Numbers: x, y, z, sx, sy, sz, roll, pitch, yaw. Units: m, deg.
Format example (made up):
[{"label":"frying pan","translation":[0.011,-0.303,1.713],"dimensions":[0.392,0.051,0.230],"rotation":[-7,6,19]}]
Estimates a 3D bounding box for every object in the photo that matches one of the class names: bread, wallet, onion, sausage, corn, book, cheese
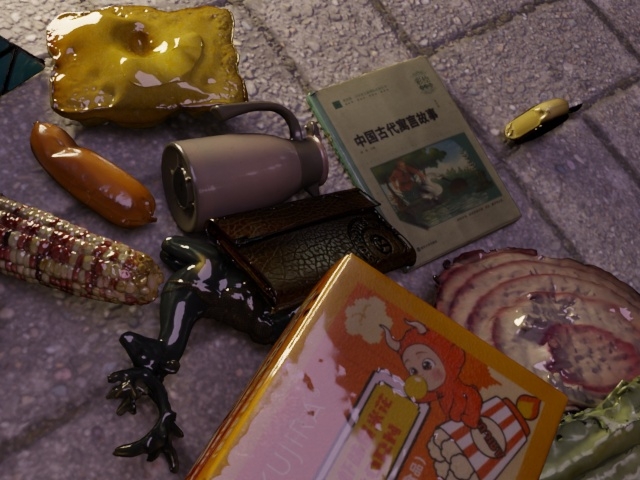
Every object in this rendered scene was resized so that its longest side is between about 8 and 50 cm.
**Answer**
[{"label":"bread","translation":[-0.213,-0.210,0.827],"dimensions":[0.232,0.088,0.161],"rotation":[-3,62,-16]},{"label":"wallet","translation":[0.000,0.000,0.768],"dimensions":[0.243,0.039,0.133],"rotation":[-14,55,-45]},{"label":"onion","translation":[0.270,0.135,0.797],"dimensions":[0.314,0.146,0.280],"rotation":[0,38,-11]},{"label":"sausage","translation":[-0.262,-0.071,0.761],"dimensions":[0.183,0.054,0.062],"rotation":[34,28,2]},{"label":"corn","translation":[-0.272,0.009,0.683],"dimensions":[0.237,0.079,0.080],"rotation":[16,61,7]},{"label":"book","translation":[0.131,-0.114,0.925],"dimensions":[0.214,0.025,0.283],"rotation":[-24,76,-25]},{"label":"cheese","translation":[0.349,-0.189,1.006],"dimensions":[0.162,0.086,0.036],"rotation":[-22,80,-40]}]

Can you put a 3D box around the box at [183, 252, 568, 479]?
[{"label":"box","translation":[0.002,0.211,0.531],"dimensions":[0.213,0.259,0.284],"rotation":[31,60,4]}]

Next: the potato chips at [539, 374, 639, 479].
[{"label":"potato chips","translation":[0.304,0.317,0.669],"dimensions":[0.429,0.070,0.359],"rotation":[-24,106,-14]}]

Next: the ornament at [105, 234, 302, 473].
[{"label":"ornament","translation":[-0.115,0.131,0.701],"dimensions":[0.202,0.080,0.236],"rotation":[22,58,-4]}]

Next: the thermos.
[{"label":"thermos","translation":[-0.083,-0.096,0.795],"dimensions":[0.193,0.105,0.137],"rotation":[-15,97,-28]}]

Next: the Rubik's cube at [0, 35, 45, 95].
[{"label":"Rubik's cube","translation":[-0.461,-0.179,0.738],"dimensions":[0.190,0.211,0.178],"rotation":[21,87,12]}]
